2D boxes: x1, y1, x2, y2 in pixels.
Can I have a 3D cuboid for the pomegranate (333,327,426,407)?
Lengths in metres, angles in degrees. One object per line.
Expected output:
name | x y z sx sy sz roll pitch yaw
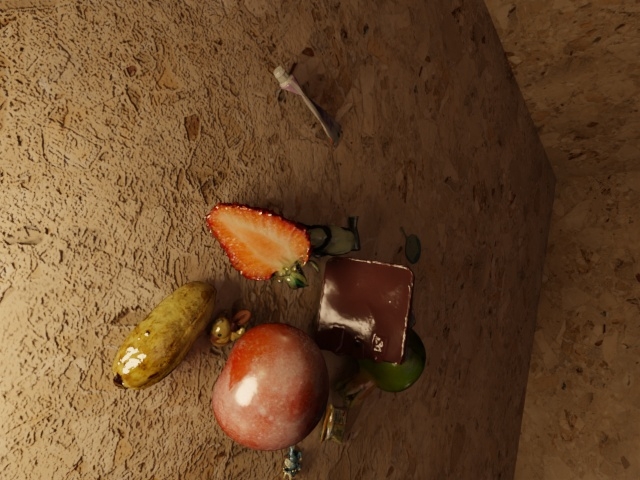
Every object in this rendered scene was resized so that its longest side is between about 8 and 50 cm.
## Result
pomegranate | 0.176 0.374 1.224 0.302 0.236 0.236 -43 120 -25

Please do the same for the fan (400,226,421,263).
fan | 0.341 0.012 1.545 0.175 0.005 0.113 54 53 -31

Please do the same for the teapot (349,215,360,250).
teapot | 0.104 -0.023 1.274 0.043 0.043 0.111 8 79 -46

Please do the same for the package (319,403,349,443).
package | 0.045 0.542 1.203 0.121 0.031 0.108 35 65 -46

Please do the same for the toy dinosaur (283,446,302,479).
toy dinosaur | -0.076 0.583 1.072 0.047 0.030 0.083 18 76 -47

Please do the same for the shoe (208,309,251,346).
shoe | -0.205 0.191 0.920 0.109 0.072 0.069 6 123 -42

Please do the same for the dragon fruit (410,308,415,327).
dragon fruit | 0.302 0.277 1.458 0.056 0.060 0.083 -3 81 -48

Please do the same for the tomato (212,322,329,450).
tomato | -0.094 0.322 0.898 0.270 0.227 0.270 -48 147 -46

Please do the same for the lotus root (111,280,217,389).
lotus root | -0.298 0.179 0.804 0.110 0.097 0.258 55 49 -27

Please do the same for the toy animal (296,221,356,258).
toy animal | 0.000 0.000 1.102 0.225 0.121 0.094 9 83 -45

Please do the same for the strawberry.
strawberry | -0.129 -0.003 0.951 0.286 0.188 0.106 41 20 -21

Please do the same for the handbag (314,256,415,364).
handbag | 0.126 0.191 1.136 0.084 0.260 0.275 39 60 -72

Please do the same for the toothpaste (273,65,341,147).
toothpaste | -0.025 -0.373 1.139 0.301 0.048 0.075 34 37 -48
